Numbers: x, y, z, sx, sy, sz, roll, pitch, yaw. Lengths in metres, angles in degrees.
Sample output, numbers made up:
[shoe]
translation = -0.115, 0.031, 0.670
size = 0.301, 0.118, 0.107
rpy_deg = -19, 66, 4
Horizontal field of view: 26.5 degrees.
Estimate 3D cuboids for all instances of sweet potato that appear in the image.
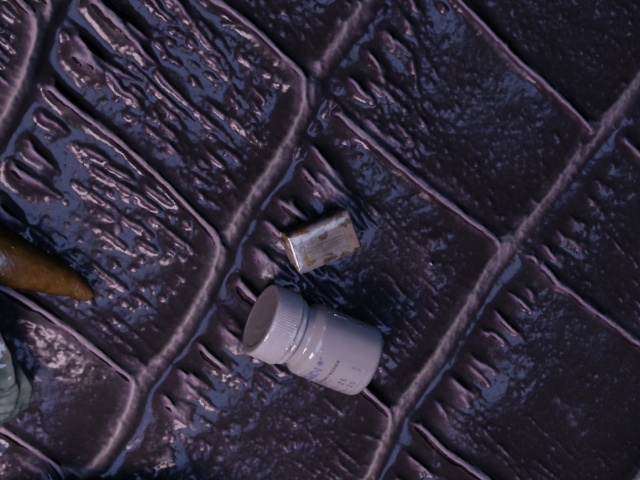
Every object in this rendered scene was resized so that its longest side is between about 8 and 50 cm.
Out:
[sweet potato]
translation = -0.389, 0.020, 1.688
size = 0.243, 0.077, 0.077
rpy_deg = 16, 97, -24

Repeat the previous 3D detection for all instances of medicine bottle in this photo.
[medicine bottle]
translation = -0.009, 0.134, 1.817
size = 0.168, 0.105, 0.105
rpy_deg = 24, 94, -22

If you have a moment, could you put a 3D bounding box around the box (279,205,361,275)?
[box]
translation = 0.000, 0.000, 1.821
size = 0.098, 0.045, 0.062
rpy_deg = -25, 107, -10

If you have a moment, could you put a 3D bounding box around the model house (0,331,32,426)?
[model house]
translation = -0.474, 0.211, 1.568
size = 0.267, 0.325, 0.194
rpy_deg = -28, 107, -10
